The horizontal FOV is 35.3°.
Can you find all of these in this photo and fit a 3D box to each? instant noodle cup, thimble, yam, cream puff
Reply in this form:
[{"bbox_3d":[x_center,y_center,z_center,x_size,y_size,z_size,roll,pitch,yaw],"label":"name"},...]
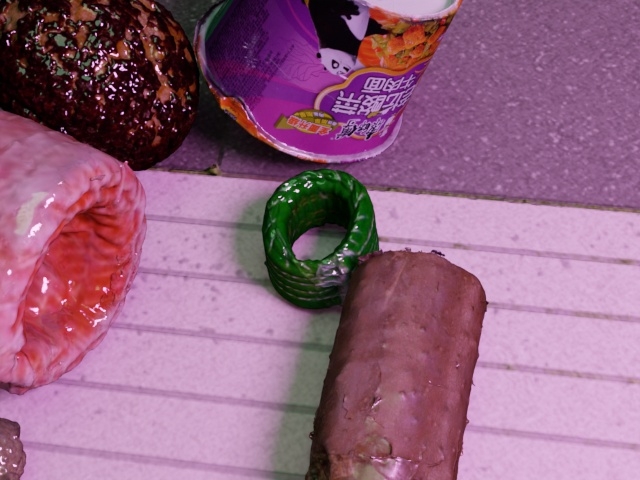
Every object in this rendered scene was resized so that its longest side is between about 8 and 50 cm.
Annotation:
[{"bbox_3d":[0.017,-0.232,1.034,0.251,0.190,0.251,15,50,-19],"label":"instant noodle cup"},{"bbox_3d":[-0.277,0.011,0.907,0.162,0.239,0.239,24,60,15],"label":"thimble"},{"bbox_3d":[0.068,0.133,0.870,0.129,0.128,0.238,-6,49,25],"label":"yam"},{"bbox_3d":[0.000,0.000,0.988,0.118,0.090,0.130,-15,55,-4],"label":"thimble"},{"bbox_3d":[-0.231,-0.182,1.040,0.239,0.239,0.165,39,106,26],"label":"cream puff"}]

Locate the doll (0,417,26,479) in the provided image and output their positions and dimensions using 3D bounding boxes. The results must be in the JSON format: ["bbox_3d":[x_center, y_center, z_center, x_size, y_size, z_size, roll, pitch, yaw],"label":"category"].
[{"bbox_3d":[-0.388,0.244,0.851,0.286,0.091,0.202,-17,44,3],"label":"doll"}]
